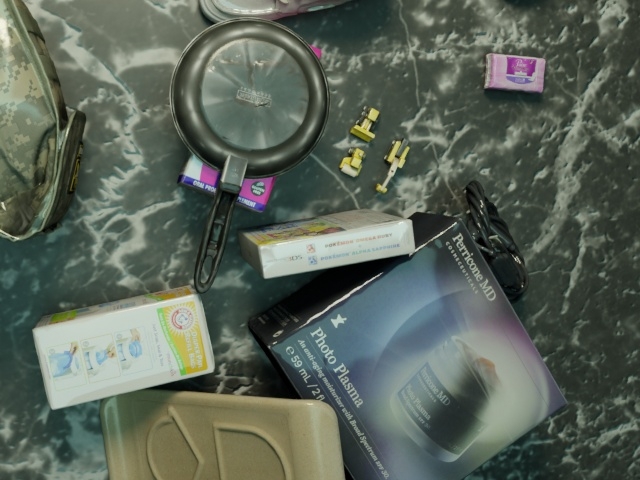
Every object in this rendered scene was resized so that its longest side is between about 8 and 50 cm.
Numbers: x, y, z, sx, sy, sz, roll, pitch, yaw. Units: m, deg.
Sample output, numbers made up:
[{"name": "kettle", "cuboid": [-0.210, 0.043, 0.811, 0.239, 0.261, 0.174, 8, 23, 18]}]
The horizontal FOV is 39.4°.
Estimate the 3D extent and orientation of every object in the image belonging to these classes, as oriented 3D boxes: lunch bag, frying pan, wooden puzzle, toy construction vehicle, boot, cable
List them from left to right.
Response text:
[{"name": "lunch bag", "cuboid": [-0.362, -0.139, 1.027, 0.169, 0.235, 0.286, -23, 99, -8]}, {"name": "frying pan", "cuboid": [-0.119, -0.120, 1.068, 0.197, 0.053, 0.326, 37, 83, -11]}, {"name": "wooden puzzle", "cuboid": [-0.110, 0.343, 1.137, 0.348, 0.080, 0.321, -4, 97, 31]}, {"name": "boot", "cuboid": [-0.026, -0.339, 1.142, 0.258, 0.123, 0.095, -16, 98, -11]}, {"name": "toy construction vehicle", "cuboid": [0.077, -0.125, 1.227, 0.086, 0.035, 0.098, 29, 88, -13]}, {"name": "cable", "cuboid": [0.236, 0.004, 1.224, 0.047, 0.150, 0.184, -25, 139, 18]}]

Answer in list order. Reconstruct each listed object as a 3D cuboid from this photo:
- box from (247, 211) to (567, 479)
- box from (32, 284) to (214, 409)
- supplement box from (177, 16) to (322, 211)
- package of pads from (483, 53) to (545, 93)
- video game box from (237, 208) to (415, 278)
[{"name": "box", "cuboid": [0.111, 0.161, 1.185, 0.294, 0.183, 0.296, -34, 101, -9]}, {"name": "box", "cuboid": [-0.247, 0.131, 1.136, 0.203, 0.114, 0.103, -12, 95, -12]}, {"name": "supplement box", "cuboid": [-0.094, -0.157, 1.149, 0.111, 0.114, 0.219, 20, 88, -12]}, {"name": "package of pads", "cuboid": [0.273, -0.236, 1.263, 0.083, 0.032, 0.050, 3, 95, -13]}, {"name": "video game box", "cuboid": [0.000, 0.000, 1.134, 0.187, 0.205, 0.048, -7, 97, -11]}]
